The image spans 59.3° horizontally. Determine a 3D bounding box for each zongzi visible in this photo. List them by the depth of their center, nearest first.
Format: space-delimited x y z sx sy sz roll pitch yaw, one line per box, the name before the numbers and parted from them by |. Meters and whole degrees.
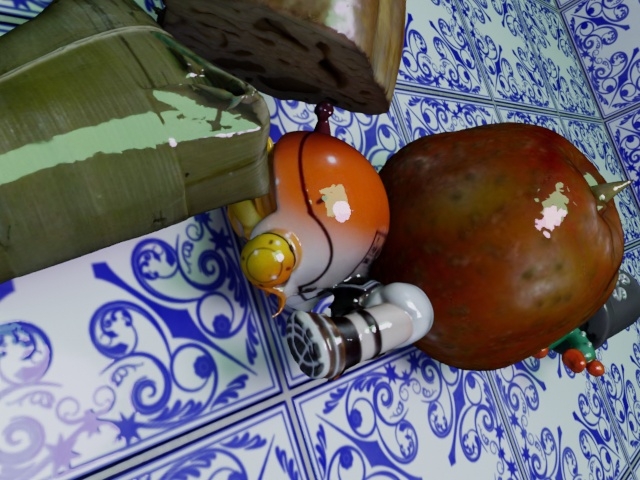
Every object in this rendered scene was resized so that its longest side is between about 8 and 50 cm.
zongzi | -0.314 -0.115 0.516 0.447 0.181 0.418 -24 59 -29

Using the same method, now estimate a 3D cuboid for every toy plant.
toy plant | 0.505 0.148 1.193 0.400 0.185 0.279 -9 72 -33

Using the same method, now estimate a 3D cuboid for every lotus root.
lotus root | -0.049 -0.303 0.645 0.316 0.316 0.249 5 96 -45

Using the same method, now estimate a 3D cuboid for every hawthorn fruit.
hawthorn fruit | 0.278 -0.009 0.873 0.403 0.403 0.402 22 57 -38

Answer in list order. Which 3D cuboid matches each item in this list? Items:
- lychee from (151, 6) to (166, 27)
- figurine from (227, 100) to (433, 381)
lychee | -0.193 -0.286 0.760 0.083 0.068 0.067 20 99 -43
figurine | 0.005 -0.001 0.708 0.323 0.196 0.320 63 13 12
